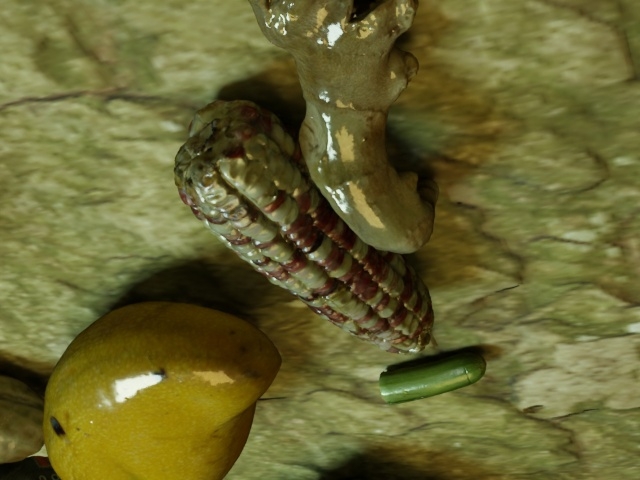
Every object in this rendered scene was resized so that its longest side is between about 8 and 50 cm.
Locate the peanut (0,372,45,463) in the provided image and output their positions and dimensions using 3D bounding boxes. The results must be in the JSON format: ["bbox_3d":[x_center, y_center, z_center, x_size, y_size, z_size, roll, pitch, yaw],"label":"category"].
[{"bbox_3d":[-0.301,0.134,0.911,0.175,0.080,0.080,20,140,-13],"label":"peanut"}]

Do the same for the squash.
[{"bbox_3d":[0.087,0.104,0.864,0.083,0.027,0.027,-17,138,27],"label":"squash"}]

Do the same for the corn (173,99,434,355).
[{"bbox_3d":[0.000,0.000,0.704,0.079,0.079,0.237,-20,140,29],"label":"corn"}]

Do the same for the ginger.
[{"bbox_3d":[0.018,-0.086,0.596,0.089,0.075,0.288,-13,136,14],"label":"ginger"}]

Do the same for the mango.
[{"bbox_3d":[-0.119,0.117,0.844,0.157,0.109,0.262,29,133,-14],"label":"mango"}]

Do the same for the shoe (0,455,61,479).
[{"bbox_3d":[-0.223,0.209,0.964,0.077,0.074,0.194,-22,168,15],"label":"shoe"}]
